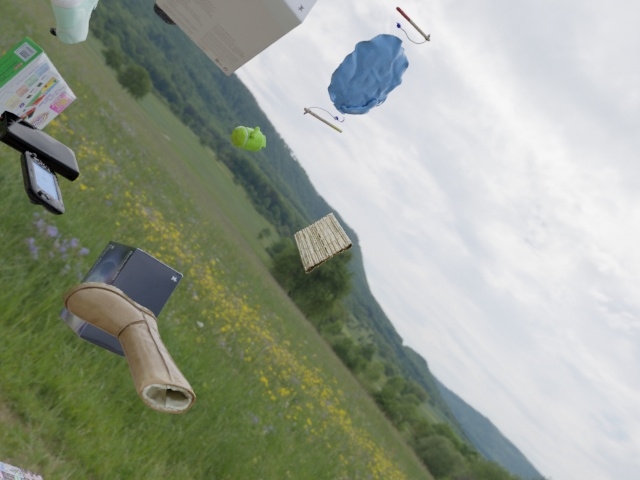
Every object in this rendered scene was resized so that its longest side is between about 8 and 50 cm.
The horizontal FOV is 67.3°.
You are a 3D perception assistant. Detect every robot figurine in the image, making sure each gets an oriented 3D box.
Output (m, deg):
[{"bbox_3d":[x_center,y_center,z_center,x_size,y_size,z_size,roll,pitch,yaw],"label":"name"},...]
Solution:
[{"bbox_3d":[-0.224,-0.313,1.484,0.115,0.066,0.101,5,-8,-43],"label":"robot figurine"}]

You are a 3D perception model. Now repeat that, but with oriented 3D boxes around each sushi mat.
[{"bbox_3d":[0.000,0.000,1.456,0.019,0.152,0.316,61,1,-21],"label":"sushi mat"}]

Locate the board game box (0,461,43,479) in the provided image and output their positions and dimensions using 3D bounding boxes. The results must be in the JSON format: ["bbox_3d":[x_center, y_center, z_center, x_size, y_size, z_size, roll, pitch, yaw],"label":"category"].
[{"bbox_3d":[-0.847,0.651,1.128,0.141,0.232,0.291,19,-23,47],"label":"board game box"}]

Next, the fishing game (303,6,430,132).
[{"bbox_3d":[0.094,-0.330,0.957,0.189,0.264,0.041,8,43,-52],"label":"fishing game"}]

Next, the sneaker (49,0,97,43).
[{"bbox_3d":[-0.652,-0.635,1.300,0.094,0.255,0.151,18,-43,-10],"label":"sneaker"}]

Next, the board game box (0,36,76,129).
[{"bbox_3d":[-0.906,-0.444,1.474,0.064,0.242,0.316,41,-14,-3],"label":"board game box"}]

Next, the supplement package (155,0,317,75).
[{"bbox_3d":[-0.140,-0.499,0.931,0.263,0.197,0.199,-9,-43,49],"label":"supplement package"}]

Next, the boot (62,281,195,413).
[{"bbox_3d":[-0.386,0.212,0.976,0.236,0.089,0.269,35,6,-45],"label":"boot"}]

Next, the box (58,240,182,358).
[{"bbox_3d":[-0.630,0.172,1.507,0.294,0.296,0.183,7,-26,50],"label":"box"}]

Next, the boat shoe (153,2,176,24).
[{"bbox_3d":[-0.352,-0.597,1.281,0.184,0.065,0.083,29,-25,-20],"label":"boat shoe"}]

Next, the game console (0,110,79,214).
[{"bbox_3d":[-0.722,-0.189,1.258,0.213,0.044,0.361,40,12,-52],"label":"game console"}]
